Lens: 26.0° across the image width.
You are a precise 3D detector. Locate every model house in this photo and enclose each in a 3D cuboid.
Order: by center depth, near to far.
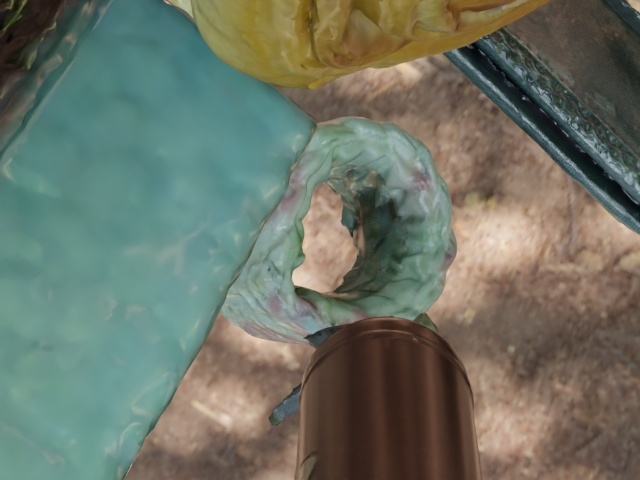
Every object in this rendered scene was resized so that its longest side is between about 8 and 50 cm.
[{"bbox_3d":[-0.194,0.015,0.425,0.249,0.280,0.230,37,148,-16],"label":"model house"}]

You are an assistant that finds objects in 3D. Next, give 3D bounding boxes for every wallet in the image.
[{"bbox_3d":[0.197,-0.159,1.149,0.342,0.237,0.075,43,130,-3],"label":"wallet"}]

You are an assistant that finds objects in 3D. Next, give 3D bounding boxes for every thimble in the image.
[{"bbox_3d":[0.000,0.000,1.174,0.149,0.211,0.185,-10,108,60],"label":"thimble"}]

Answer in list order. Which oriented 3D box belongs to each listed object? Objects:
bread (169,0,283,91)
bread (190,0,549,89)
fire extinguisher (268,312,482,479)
[{"bbox_3d":[-0.182,-0.199,1.632,0.279,0.315,0.248,35,172,-3],"label":"bread"},{"bbox_3d":[0.059,-0.135,0.373,0.120,0.236,0.198,57,152,8],"label":"bread"},{"bbox_3d":[0.022,0.127,0.757,0.138,0.344,0.102,-34,111,16],"label":"fire extinguisher"}]
